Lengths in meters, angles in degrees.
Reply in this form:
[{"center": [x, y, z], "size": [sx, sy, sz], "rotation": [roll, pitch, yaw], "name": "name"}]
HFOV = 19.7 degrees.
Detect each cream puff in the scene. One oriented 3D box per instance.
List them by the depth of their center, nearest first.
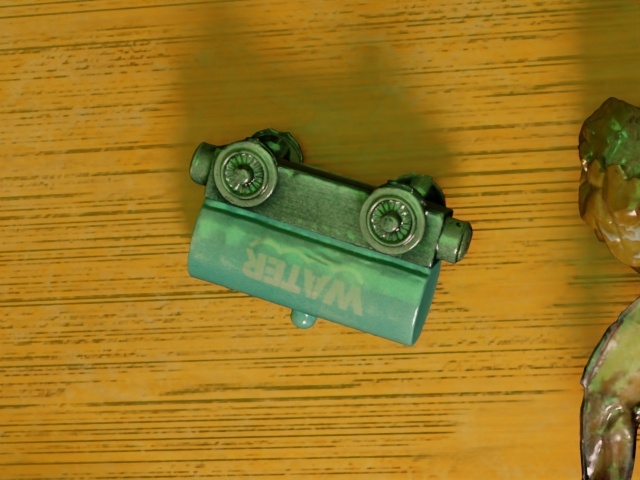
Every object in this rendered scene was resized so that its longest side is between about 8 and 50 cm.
[{"center": [0.271, -0.047, 1.486], "size": [0.156, 0.156, 0.121], "rotation": [20, 137, 11], "name": "cream puff"}]

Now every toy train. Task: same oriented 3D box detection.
[{"center": [0.000, 0.000, 1.554], "size": [0.248, 0.101, 0.159], "rotation": [16, 107, 13], "name": "toy train"}]

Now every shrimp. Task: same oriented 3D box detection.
[{"center": [0.305, 0.192, 1.470], "size": [0.233, 0.071, 0.365], "rotation": [10, 98, -7], "name": "shrimp"}]
